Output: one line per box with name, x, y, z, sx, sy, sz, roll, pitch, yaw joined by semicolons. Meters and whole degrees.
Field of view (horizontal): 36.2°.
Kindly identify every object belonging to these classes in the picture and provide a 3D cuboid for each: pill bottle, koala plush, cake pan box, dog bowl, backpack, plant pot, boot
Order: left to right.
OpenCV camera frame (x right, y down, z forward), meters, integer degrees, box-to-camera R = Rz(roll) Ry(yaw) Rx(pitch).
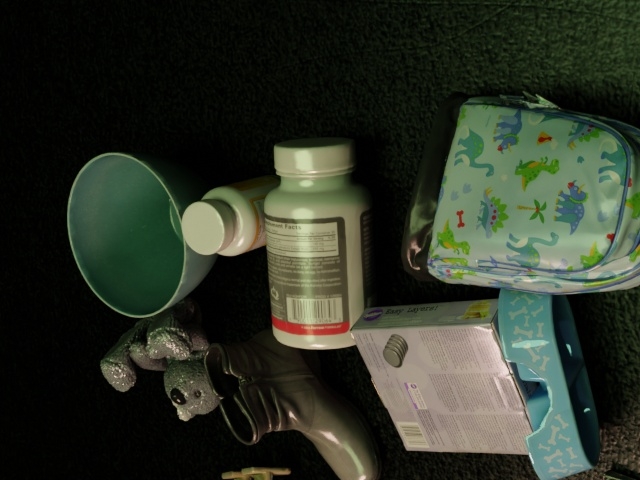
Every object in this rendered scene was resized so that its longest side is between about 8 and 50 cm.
plant pot;-0.283;-0.027;1.766;0.290;0.195;0.290;11;108;35
koala plush;-0.258;0.236;1.854;0.196;0.203;0.221;-30;105;26
pill bottle;-0.133;-0.039;1.640;0.117;0.208;0.118;8;106;30
boot;-0.056;0.306;1.669;0.118;0.222;0.338;-45;75;34
pill bottle;0.000;0.000;1.577;0.176;0.176;0.319;6;105;35
cake pan box;0.204;0.218;1.501;0.245;0.070;0.267;-7;119;38
backpack;0.302;-0.055;1.312;0.355;0.273;0.290;15;86;19
dog bowl;0.331;0.197;1.403;0.074;0.166;0.297;-13;94;27

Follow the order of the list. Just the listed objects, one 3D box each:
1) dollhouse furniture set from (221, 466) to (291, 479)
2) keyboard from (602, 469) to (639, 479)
dollhouse furniture set;-0.056;0.520;1.773;0.242;0.160;0.212;-25;61;51
keyboard;0.437;0.431;1.469;0.108;0.023;0.180;13;109;27
